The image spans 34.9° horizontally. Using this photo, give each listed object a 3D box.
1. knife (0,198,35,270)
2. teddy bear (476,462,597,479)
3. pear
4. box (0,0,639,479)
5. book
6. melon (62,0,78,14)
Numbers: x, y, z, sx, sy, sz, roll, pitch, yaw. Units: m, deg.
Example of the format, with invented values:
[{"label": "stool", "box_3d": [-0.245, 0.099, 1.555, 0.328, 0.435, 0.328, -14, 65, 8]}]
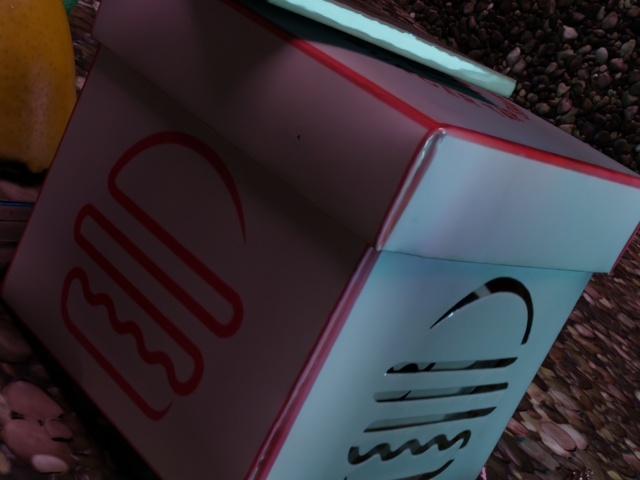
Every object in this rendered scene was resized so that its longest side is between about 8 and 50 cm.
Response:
[{"label": "knife", "box_3d": [-0.241, -0.011, 0.824, 0.365, 0.043, 0.089, -2, 69, -53]}, {"label": "teddy bear", "box_3d": [0.165, 0.244, 0.856, 0.161, 0.078, 0.119, 2, 57, -27]}, {"label": "pear", "box_3d": [-0.319, -0.196, 0.940, 0.267, 0.178, 0.267, 27, 27, -15]}, {"label": "box", "box_3d": [0.000, 0.000, 0.760, 0.312, 0.300, 0.314, 37, 19, 35]}, {"label": "book", "box_3d": [-0.021, -0.184, 0.730, 0.208, 0.020, 0.295, 13, 18, -38]}, {"label": "melon", "box_3d": [-0.407, -0.359, 1.310, 0.118, 0.064, 0.209, 4, 34, -51]}]
